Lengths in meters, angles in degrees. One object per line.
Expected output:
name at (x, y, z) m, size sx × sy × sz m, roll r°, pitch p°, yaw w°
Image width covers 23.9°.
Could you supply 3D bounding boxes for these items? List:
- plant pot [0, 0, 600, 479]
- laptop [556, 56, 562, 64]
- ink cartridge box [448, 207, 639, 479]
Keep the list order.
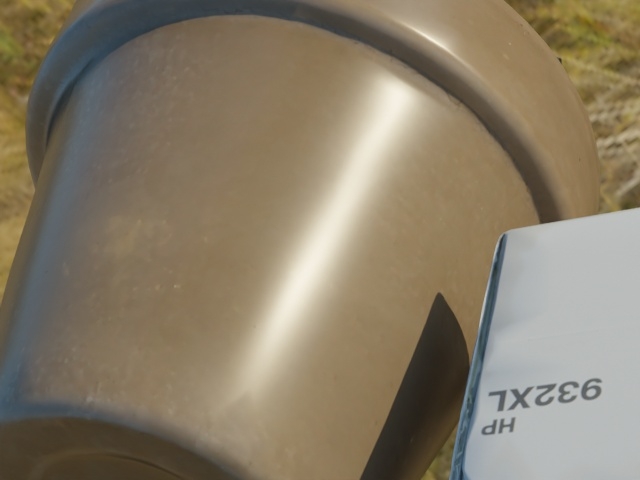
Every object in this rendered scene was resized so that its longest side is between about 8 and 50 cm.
plant pot at (-0.034, 0.029, 0.633) m, size 0.263 × 0.263 × 0.229 m, roll -13°, pitch 36°, yaw 35°
laptop at (0.000, 0.000, 1.267) m, size 0.408 × 0.236 × 0.382 m, roll -35°, pitch 29°, yaw -2°
ink cartridge box at (0.212, 0.122, 0.558) m, size 0.223 × 0.307 × 0.129 m, roll -10°, pitch 43°, yaw 27°
